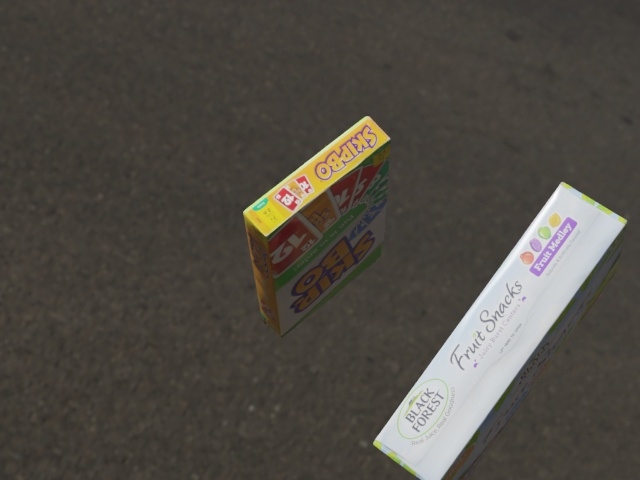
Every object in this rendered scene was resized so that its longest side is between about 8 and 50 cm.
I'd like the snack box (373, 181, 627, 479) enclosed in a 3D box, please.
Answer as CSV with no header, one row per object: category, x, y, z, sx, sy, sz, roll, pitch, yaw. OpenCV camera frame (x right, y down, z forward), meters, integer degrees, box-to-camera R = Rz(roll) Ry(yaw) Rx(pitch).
snack box,0.084,0.049,0.639,0.037,0.141,0.100,35,-5,16

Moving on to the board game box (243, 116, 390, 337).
board game box,0.000,0.000,1.161,0.039,0.124,0.259,48,-14,15
